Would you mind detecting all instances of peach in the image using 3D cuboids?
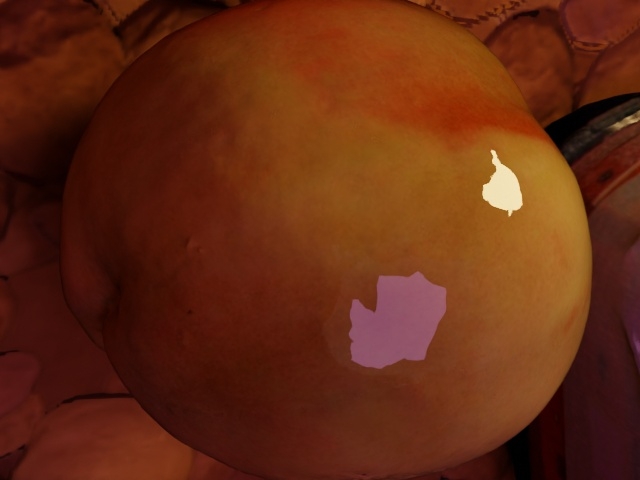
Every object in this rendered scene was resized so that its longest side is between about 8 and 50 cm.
[{"bbox_3d":[0.000,0.000,0.571,0.184,0.184,0.184,-16,127,-23],"label":"peach"}]

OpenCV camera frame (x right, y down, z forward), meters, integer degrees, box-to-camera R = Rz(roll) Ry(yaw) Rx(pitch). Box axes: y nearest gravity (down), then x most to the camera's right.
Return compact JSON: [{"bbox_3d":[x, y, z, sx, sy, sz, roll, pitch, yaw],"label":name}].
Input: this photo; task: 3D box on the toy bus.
[{"bbox_3d":[0.169,0.085,0.758,0.127,0.147,0.303,-26,131,-23],"label":"toy bus"}]
